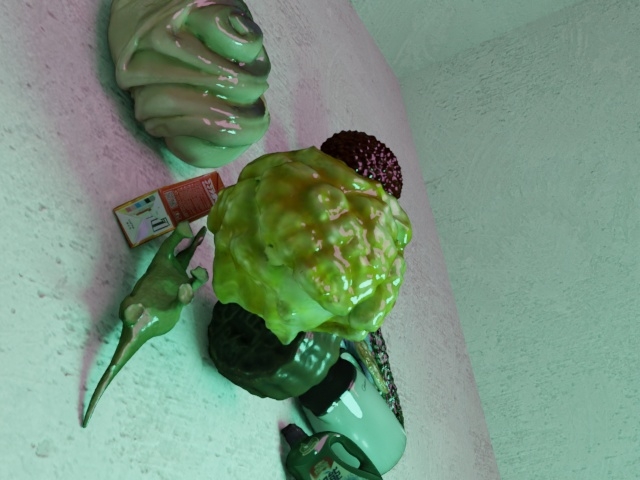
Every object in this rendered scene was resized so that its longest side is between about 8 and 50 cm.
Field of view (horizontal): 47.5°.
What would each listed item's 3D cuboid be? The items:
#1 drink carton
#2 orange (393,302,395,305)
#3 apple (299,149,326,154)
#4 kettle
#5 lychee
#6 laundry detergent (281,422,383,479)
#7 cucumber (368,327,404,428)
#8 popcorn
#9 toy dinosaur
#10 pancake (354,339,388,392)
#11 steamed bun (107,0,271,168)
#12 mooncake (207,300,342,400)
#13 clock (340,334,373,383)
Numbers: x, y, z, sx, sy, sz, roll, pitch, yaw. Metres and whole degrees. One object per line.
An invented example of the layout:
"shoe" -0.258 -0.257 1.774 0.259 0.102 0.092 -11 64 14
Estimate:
"drink carton" -0.240 -0.057 1.217 0.071 0.096 0.223 66 19 -5
"orange" 0.163 0.153 2.101 0.135 0.117 0.135 47 28 -35
"apple" -0.028 -0.155 1.816 0.163 0.163 0.139 -81 162 -55
"kettle" 0.063 0.350 1.551 0.236 0.161 0.221 56 29 -28
"lychee" 0.085 -0.178 2.043 0.264 0.300 0.264 16 90 -89
"laundry detergent" 0.015 0.424 1.366 0.221 0.144 0.078 49 -24 24
"cucumber" 0.150 0.366 1.884 0.096 0.096 0.359 18 53 -67
"popcorn" -0.031 0.004 1.087 0.335 0.274 0.279 33 -9 8
"toy dinosaur" -0.259 0.094 1.112 0.087 0.301 0.447 38 59 -11
"pancake" 0.113 0.278 1.633 0.151 0.025 0.151 63 4 -7
"steamed bun" -0.209 -0.326 1.348 0.339 0.247 0.352 46 25 -52
"mooncake" -0.084 0.154 1.252 0.124 0.228 0.228 39 35 -56
"clock" 0.032 0.213 1.708 0.274 0.094 0.223 52 25 -45
